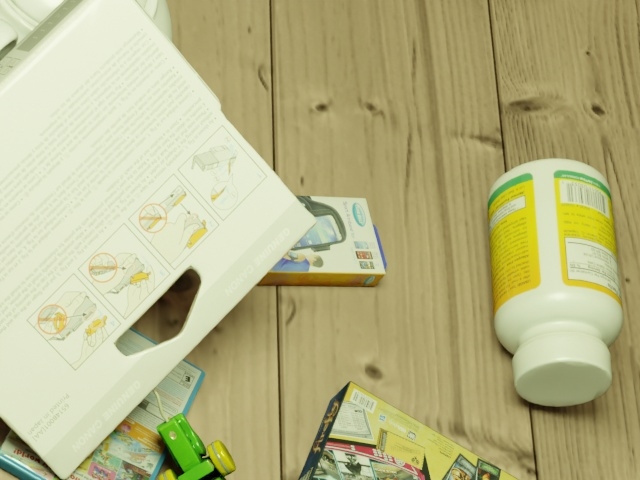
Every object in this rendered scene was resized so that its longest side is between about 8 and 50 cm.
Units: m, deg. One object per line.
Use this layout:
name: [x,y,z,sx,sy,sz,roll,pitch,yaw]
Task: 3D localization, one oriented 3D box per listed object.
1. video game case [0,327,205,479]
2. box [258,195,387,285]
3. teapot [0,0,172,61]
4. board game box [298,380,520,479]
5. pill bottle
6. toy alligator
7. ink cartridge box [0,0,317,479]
video game case: [-0.174,0.140,1.489,0.119,0.015,0.166,32,50,-8]
box: [0.000,0.000,1.667,0.136,0.028,0.081,0,61,-27]
teapot: [-0.228,-0.191,1.559,0.253,0.187,0.256,2,61,-27]
board game box: [0.094,0.246,1.552,0.243,0.042,0.165,31,50,-8]
pill bottle: [0.215,0.040,1.702,0.118,0.117,0.208,14,55,-21]
toy alligator: [-0.099,0.178,1.478,0.056,0.051,0.189,-31,83,2]
ink cartridge box: [-0.189,-0.010,1.439,0.296,0.066,0.261,-46,115,-13]
